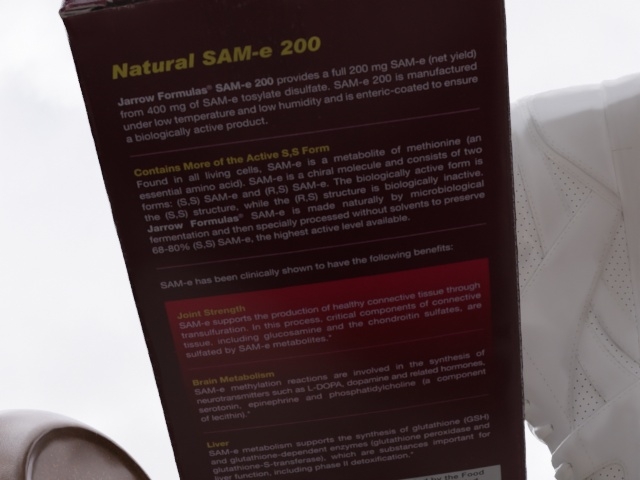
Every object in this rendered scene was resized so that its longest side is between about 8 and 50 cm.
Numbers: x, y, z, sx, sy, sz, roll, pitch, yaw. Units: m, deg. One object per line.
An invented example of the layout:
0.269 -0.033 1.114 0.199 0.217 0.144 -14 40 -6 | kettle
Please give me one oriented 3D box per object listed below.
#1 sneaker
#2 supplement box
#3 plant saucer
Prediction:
0.102 0.065 0.744 0.169 0.108 0.292 -8 -110 10 | sneaker
0.000 0.000 0.510 0.130 0.073 0.239 -7 -52 0 | supplement box
-0.150 0.187 0.945 0.036 0.198 0.198 -37 -76 23 | plant saucer
